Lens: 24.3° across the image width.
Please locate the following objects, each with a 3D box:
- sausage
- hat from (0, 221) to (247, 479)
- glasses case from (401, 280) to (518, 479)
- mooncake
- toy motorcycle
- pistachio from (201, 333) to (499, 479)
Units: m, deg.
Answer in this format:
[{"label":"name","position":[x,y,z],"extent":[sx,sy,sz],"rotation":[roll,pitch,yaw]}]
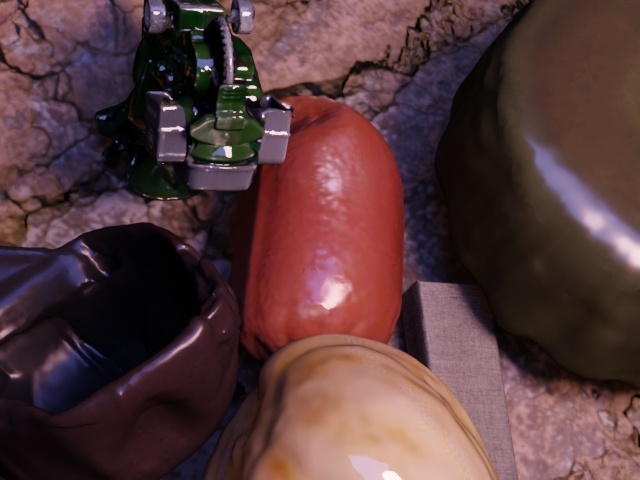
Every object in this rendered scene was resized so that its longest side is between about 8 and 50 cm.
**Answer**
[{"label":"sausage","position":[0.000,0.000,1.202],"extent":[0.148,0.148,0.254],"rotation":[12,62,-7]},{"label":"hat","position":[-0.201,0.121,1.108],"extent":[0.336,0.209,0.238],"rotation":[-7,33,11]},{"label":"glasses case","position":[0.112,0.135,1.216],"extent":[0.071,0.047,0.204],"rotation":[4,64,-22]},{"label":"mooncake","position":[0.275,-0.053,1.252],"extent":[0.357,0.194,0.356],"rotation":[8,60,-14]},{"label":"toy motorcycle","position":[-0.106,-0.106,1.188],"extent":[0.125,0.274,0.187],"rotation":[-1,109,-17]},{"label":"pistachio","position":[0.030,0.223,1.057],"extent":[0.238,0.229,0.321],"rotation":[-12,80,-25]}]
